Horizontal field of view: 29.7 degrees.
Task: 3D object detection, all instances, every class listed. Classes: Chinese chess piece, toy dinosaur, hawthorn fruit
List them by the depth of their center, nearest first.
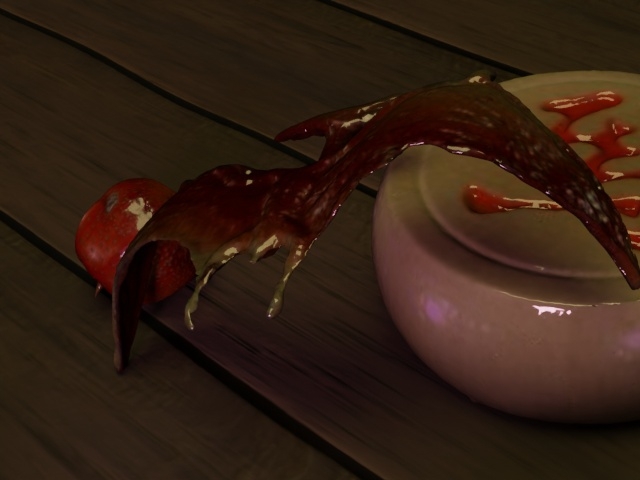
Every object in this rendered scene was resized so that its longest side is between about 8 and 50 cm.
[{"bbox_3d":[-0.008,0.006,0.697,0.327,0.113,0.206,-27,23,10],"label":"toy dinosaur"},{"bbox_3d":[0.164,-0.005,0.768,0.273,0.102,0.273,-6,38,5],"label":"Chinese chess piece"},{"bbox_3d":[-0.127,0.004,0.844,0.093,0.093,0.093,-6,38,5],"label":"hawthorn fruit"}]
